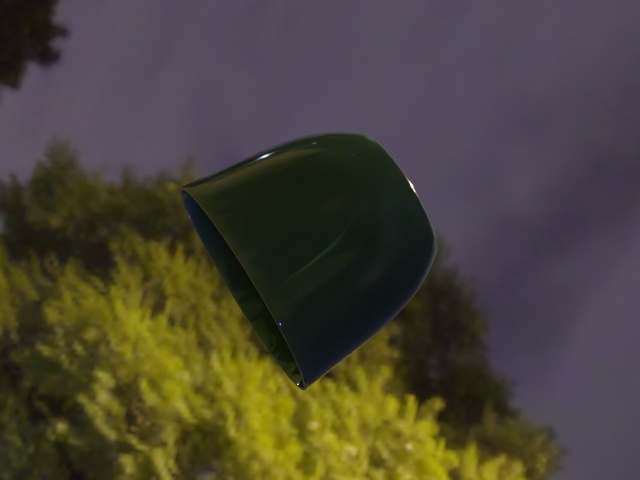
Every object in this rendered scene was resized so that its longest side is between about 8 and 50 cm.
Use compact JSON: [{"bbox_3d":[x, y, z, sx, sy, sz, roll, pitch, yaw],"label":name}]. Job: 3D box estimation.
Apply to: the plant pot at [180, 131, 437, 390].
[{"bbox_3d":[0.000,0.000,1.764,0.235,0.293,0.293,-32,-152,-10],"label":"plant pot"}]
